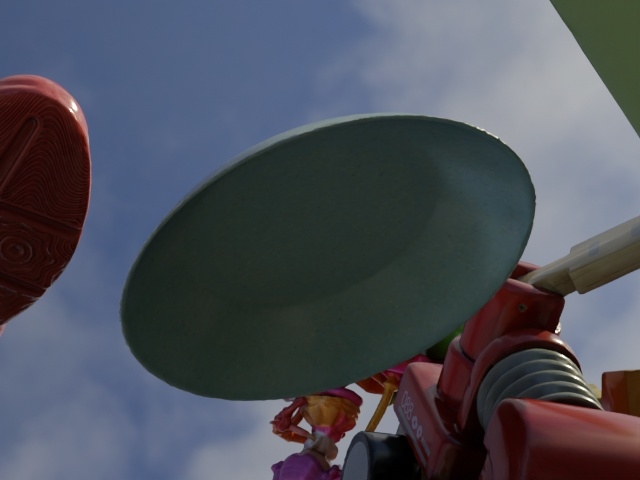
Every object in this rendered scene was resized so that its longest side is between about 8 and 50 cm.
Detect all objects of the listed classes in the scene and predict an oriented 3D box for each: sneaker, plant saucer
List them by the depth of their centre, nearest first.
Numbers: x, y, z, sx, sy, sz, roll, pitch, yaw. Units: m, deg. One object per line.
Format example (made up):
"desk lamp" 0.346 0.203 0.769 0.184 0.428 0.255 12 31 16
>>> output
"sneaker" -0.158 -0.014 0.874 0.087 0.128 0.221 23 -52 -17
"plant saucer" 0.000 0.000 0.885 0.195 0.037 0.195 -15 -36 -11

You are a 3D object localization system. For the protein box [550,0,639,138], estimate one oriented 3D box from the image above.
"protein box" 0.129 -0.144 0.405 0.201 0.200 0.136 -15 -29 -25

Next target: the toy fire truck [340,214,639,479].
"toy fire truck" 0.128 0.082 0.968 0.158 0.217 0.246 10 -70 -14

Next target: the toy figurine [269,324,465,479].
"toy figurine" 0.012 0.126 1.280 0.130 0.173 0.159 44 -121 -40

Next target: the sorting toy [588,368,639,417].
"sorting toy" 0.146 0.227 1.075 0.041 0.229 0.307 -3 -95 -18
